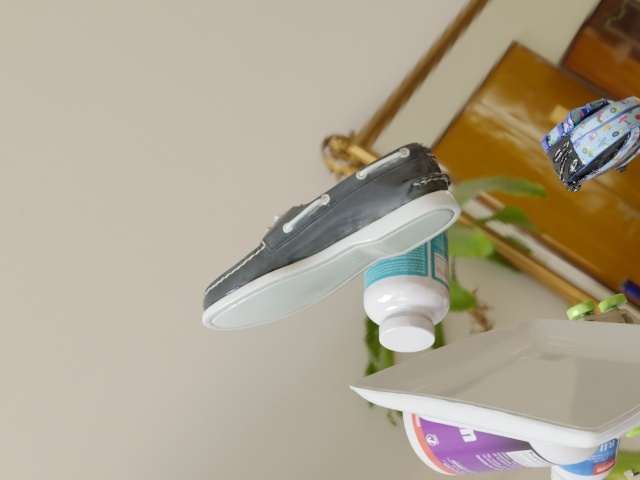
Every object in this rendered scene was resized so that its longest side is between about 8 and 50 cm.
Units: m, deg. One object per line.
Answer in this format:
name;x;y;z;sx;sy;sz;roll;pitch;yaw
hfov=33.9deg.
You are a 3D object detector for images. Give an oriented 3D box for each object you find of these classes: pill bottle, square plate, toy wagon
pill bottle;0.146;0.053;1.792;0.146;0.146;0.264;106;169;-56
pill bottle;0.455;0.339;1.817;0.124;0.124;0.221;-46;-36;-42
square plate;0.270;0.156;1.196;0.347;0.344;0.049;-13;-81;-39
pill bottle;0.281;0.234;1.498;0.323;0.181;0.181;-22;20;49
toy wagon;0.559;0.243;2.015;0.344;0.267;0.068;-5;-25;-43

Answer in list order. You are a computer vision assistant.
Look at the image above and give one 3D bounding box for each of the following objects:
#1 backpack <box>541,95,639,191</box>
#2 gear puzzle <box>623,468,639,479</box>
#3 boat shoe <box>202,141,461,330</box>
backpack;0.480;-0.180;1.771;0.158;0.116;0.173;-21;-16;-28
gear puzzle;0.655;0.437;1.803;0.044;0.175;0.339;-18;-19;-27
boat shoe;0.000;0.000;1.119;0.303;0.091;0.114;-26;-23;9
